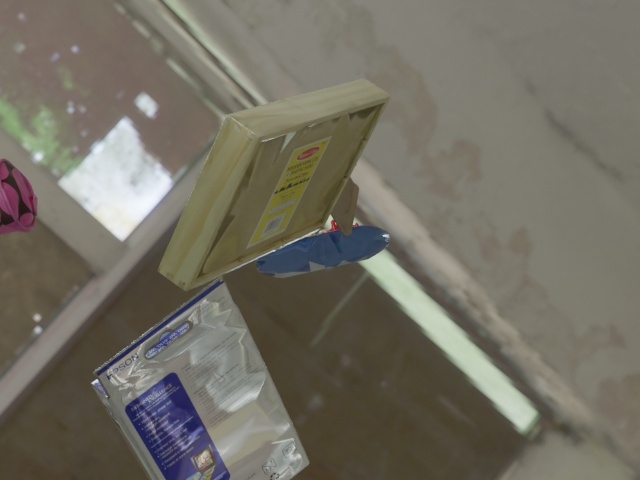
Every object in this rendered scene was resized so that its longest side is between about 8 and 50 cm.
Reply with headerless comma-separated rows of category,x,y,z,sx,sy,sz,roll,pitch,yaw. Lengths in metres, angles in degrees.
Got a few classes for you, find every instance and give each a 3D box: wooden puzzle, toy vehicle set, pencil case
wooden puzzle,0.019,-0.051,1.474,0.014,0.116,0.078,-5,-40,25
toy vehicle set,-0.037,-0.058,1.284,0.035,0.166,0.267,35,26,16
pencil case,-0.404,-0.008,1.492,0.098,0.209,0.095,46,25,-50

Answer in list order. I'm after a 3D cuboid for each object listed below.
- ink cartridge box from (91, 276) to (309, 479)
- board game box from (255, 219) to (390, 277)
ink cartridge box,-0.130,0.179,1.462,0.065,0.165,0.332,39,-23,41
board game box,0.000,0.000,1.683,0.133,0.169,0.033,80,-3,-71
